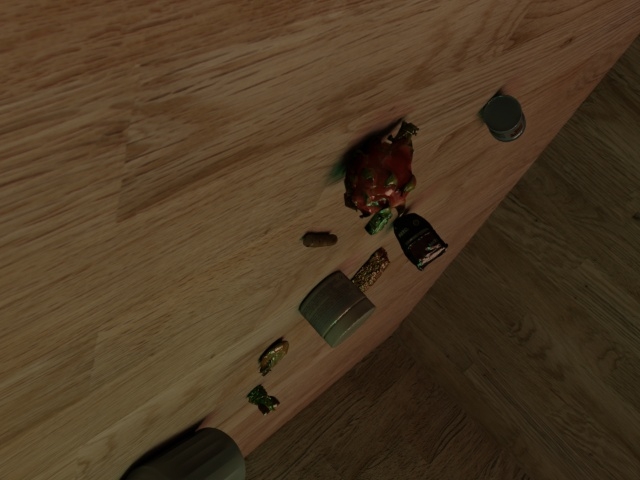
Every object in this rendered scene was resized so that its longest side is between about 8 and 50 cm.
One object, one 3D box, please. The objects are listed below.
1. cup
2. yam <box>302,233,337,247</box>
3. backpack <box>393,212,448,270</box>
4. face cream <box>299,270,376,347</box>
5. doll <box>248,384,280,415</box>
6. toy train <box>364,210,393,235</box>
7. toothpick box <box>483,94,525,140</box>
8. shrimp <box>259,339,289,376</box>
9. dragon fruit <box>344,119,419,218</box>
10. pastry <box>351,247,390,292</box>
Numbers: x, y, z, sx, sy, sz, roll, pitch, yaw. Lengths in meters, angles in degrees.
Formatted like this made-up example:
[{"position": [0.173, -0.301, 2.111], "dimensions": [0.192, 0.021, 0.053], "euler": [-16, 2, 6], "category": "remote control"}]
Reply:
[{"position": [-0.415, 0.771, 1.915], "dimensions": [0.327, 0.237, 0.322], "euler": [-19, 117, -61], "category": "cup"}, {"position": [0.000, 0.000, 1.442], "dimensions": [0.032, 0.032, 0.145], "euler": [-49, 163, 17], "category": "yam"}, {"position": [0.289, -0.004, 1.897], "dimensions": [0.120, 0.165, 0.106], "euler": [-41, 172, 2], "category": "backpack"}, {"position": [0.049, 0.199, 1.852], "dimensions": [0.177, 0.153, 0.177], "euler": [-40, 165, -13], "category": "face cream"}, {"position": [-0.200, 0.558, 2.245], "dimensions": [0.078, 0.113, 0.076], "euler": [-32, 124, -35], "category": "doll"}, {"position": [0.157, -0.053, 1.697], "dimensions": [0.053, 0.033, 0.083], "euler": [-20, 151, -48], "category": "toy train"}, {"position": [0.499, -0.327, 1.723], "dimensions": [0.101, 0.101, 0.153], "euler": [-48, 164, 14], "category": "toothpick box"}, {"position": [-0.154, 0.373, 1.991], "dimensions": [0.099, 0.041, 0.180], "euler": [-26, 157, -46], "category": "shrimp"}, {"position": [0.131, -0.139, 1.252], "dimensions": [0.235, 0.135, 0.137], "euler": [-55, 167, -35], "category": "dragon fruit"}, {"position": [0.169, 0.102, 2.065], "dimensions": [0.169, 0.063, 0.087], "euler": [-51, 161, 26], "category": "pastry"}]
